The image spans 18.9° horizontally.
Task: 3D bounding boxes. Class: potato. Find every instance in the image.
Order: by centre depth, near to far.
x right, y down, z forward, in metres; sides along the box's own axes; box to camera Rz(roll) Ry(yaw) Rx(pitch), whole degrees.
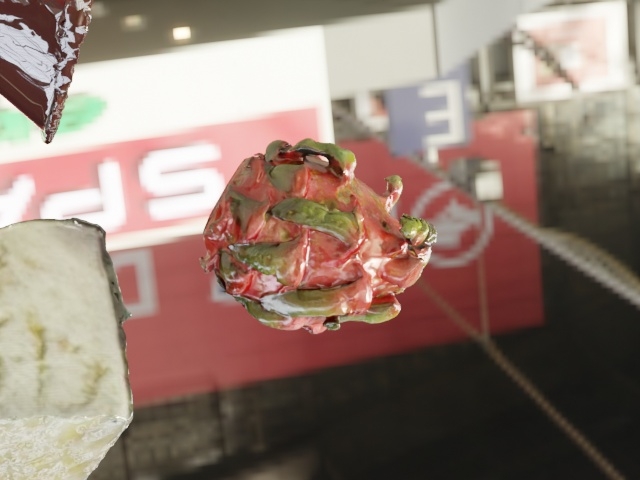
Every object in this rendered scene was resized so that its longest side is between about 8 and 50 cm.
[{"bbox_3d":[-0.293,0.126,1.624,0.211,0.264,0.189,-2,-125,-30],"label":"potato"}]

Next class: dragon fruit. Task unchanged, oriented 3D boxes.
[{"bbox_3d":[0.000,0.000,1.570,0.172,0.160,0.166,30,-138,5],"label":"dragon fruit"}]

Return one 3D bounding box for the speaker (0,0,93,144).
[{"bbox_3d":[-0.245,-0.224,0.951,0.329,0.259,0.198,20,-166,-13],"label":"speaker"}]
